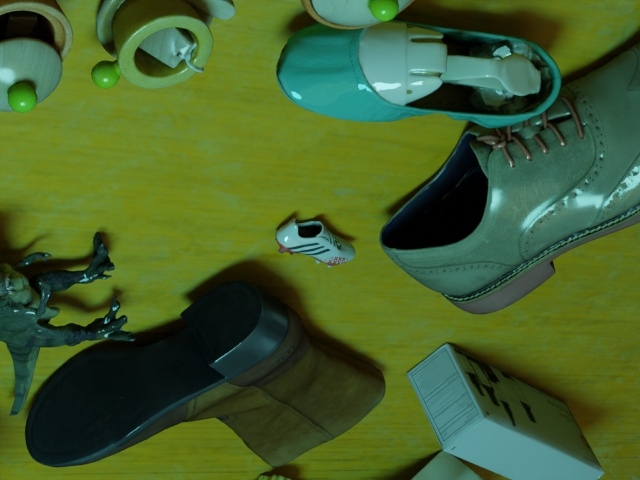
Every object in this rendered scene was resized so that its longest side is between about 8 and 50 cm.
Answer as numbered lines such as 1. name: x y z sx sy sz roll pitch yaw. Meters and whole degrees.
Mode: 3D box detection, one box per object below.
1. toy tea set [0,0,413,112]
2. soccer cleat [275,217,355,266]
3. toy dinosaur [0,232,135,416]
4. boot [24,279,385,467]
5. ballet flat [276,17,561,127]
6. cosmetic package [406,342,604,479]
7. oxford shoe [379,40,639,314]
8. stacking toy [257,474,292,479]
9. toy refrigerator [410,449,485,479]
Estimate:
1. toy tea set: -0.076 -0.166 1.173 0.336 0.124 0.200 -32 144 11
2. soccer cleat: 0.000 0.000 1.512 0.083 0.029 0.035 13 135 -34
3. toy dinosaur: -0.218 0.060 1.440 0.118 0.064 0.268 -21 155 -12
4. boot: -0.102 0.152 1.629 0.264 0.096 0.280 -38 150 6
5. ballet flat: 0.085 -0.132 1.337 0.247 0.083 0.087 2 171 -37
6. cosmetic package: 0.191 0.186 1.798 0.060 0.099 0.239 -38 143 20
7. oxford shoe: 0.196 -0.067 1.461 0.130 0.123 0.348 24 122 -39
8. stacking toy: -0.054 0.362 1.833 0.052 0.167 0.221 13 149 19
9. toy refrigerator: 0.066 0.341 1.836 0.269 0.094 0.102 -39 156 -36
